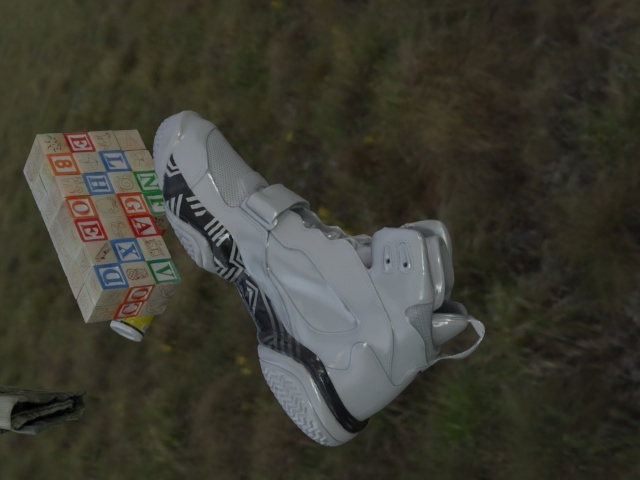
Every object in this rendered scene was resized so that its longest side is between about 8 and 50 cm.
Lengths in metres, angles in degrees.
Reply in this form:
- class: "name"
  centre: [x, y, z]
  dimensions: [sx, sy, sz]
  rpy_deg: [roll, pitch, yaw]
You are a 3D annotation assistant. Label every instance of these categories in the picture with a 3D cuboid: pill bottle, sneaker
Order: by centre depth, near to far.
- class: "sneaker"
  centre: [0.000, 0.000, 1.148]
  dimensions: [0.210, 0.366, 0.137]
  rpy_deg: [-31, -4, 17]
- class: "pill bottle"
  centre: [-0.326, 0.119, 2.130]
  dimensions: [0.116, 0.065, 0.065]
  rpy_deg: [-64, 15, -20]

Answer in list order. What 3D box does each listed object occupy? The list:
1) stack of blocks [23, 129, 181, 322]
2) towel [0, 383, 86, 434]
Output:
- class: "stack of blocks"
  centre: [-0.313, -0.028, 1.775]
  dimensions: [0.297, 0.171, 0.087]
  rpy_deg: [62, 139, 28]
- class: "towel"
  centre: [-0.415, 0.166, 1.166]
  dimensions: [0.312, 0.324, 0.056]
  rpy_deg: [75, -161, -84]
